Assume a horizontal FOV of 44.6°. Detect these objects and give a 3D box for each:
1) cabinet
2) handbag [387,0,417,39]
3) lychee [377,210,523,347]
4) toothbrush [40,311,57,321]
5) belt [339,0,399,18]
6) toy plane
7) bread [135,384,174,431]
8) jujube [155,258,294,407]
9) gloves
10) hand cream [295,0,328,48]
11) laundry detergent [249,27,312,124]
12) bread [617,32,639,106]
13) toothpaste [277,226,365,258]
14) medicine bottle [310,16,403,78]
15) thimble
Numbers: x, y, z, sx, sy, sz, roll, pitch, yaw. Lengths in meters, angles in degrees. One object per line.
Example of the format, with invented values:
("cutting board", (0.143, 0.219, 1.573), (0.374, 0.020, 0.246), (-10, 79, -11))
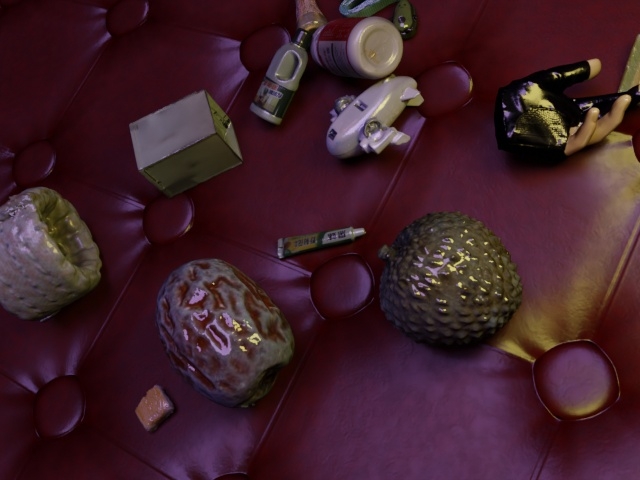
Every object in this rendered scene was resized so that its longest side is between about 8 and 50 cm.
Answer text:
("cabinet", (-0.318, -0.231, 1.850), (0.206, 0.145, 0.150), (-24, 60, 10))
("handbag", (0.194, -0.523, 1.834), (0.072, 0.047, 0.111), (-5, 67, 19))
("lychee", (0.232, 0.074, 1.440), (0.274, 0.255, 0.255), (20, 73, -4))
("toothbrush", (-0.605, 0.149, 1.869), (0.162, 0.014, 0.017), (-32, 78, 5))
("belt", (0.127, -0.600, 1.893), (0.179, 0.065, 0.100), (-21, 69, 10))
("toy plane", (0.117, -0.268, 1.712), (0.244, 0.117, 0.245), (-22, 46, 24))
("bread", (-0.352, 0.358, 1.655), (0.083, 0.035, 0.070), (-49, 58, 3))
("jujube", (-0.195, 0.170, 1.556), (0.308, 0.246, 0.215), (42, 129, 21))
("gloves", (0.490, -0.261, 1.531), (0.301, 0.152, 0.197), (-10, 71, 19))
("hand cream", (-0.033, -0.570, 1.935), (0.084, 0.084, 0.203), (-21, 55, 12))
("laundry detergent", (-0.083, -0.388, 1.830), (0.099, 0.070, 0.226), (41, 107, 48))
("bread", (0.658, -0.341, 1.579), (0.074, 0.084, 0.139), (21, 106, 28))
("toothpaste", (0.000, 0.000, 1.679), (0.204, 0.031, 0.049), (-11, 63, 20))
("medicine bottle", (0.073, -0.430, 1.740), (0.131, 0.131, 0.250), (-51, 28, -6))
("thimble", (-0.651, 0.026, 1.783), (0.195, 0.291, 0.291), (-32, 59, 5))
